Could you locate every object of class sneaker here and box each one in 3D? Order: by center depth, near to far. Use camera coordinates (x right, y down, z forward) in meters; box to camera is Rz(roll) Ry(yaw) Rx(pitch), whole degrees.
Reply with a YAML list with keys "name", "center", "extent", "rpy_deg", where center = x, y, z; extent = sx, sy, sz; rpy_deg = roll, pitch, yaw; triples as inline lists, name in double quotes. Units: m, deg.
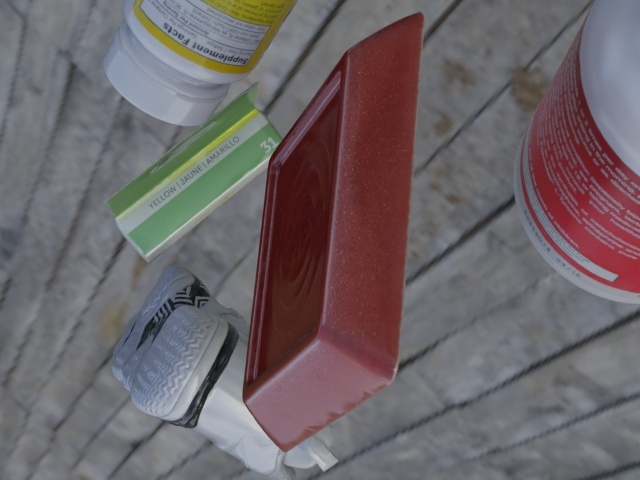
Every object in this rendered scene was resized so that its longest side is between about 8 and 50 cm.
- name: "sneaker"
  center: [-0.097, 0.146, 1.466]
  extent: [0.210, 0.137, 0.366]
  rpy_deg: [33, -179, -14]

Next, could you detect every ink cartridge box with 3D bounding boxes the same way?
- name: "ink cartridge box"
  center: [-0.110, -0.056, 1.271]
  extent: [0.056, 0.171, 0.235]
  rpy_deg: [51, 173, -2]

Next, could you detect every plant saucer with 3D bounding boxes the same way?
- name: "plant saucer"
  center: [0.000, 0.000, 0.988]
  extent: [0.048, 0.259, 0.258]
  rpy_deg: [12, 158, -14]

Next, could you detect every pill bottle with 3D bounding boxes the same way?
- name: "pill bottle"
  center: [-0.079, -0.197, 1.068]
  extent: [0.119, 0.119, 0.208]
  rpy_deg: [39, 120, 4]
- name: "pill bottle"
  center: [0.301, -0.104, 1.110]
  extent: [0.229, 0.229, 0.407]
  rpy_deg: [37, 165, 8]
